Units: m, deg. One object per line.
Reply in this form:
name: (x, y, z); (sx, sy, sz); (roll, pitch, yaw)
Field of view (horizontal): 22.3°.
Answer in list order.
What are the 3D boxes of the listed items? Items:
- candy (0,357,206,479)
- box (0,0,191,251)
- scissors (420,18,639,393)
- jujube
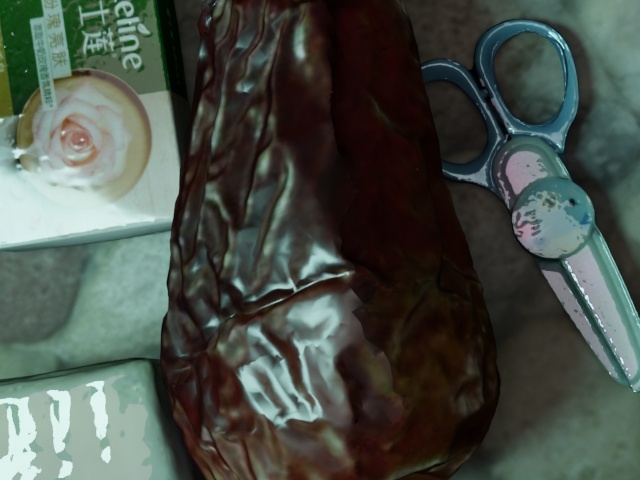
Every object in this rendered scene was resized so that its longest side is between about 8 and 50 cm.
candy: (-0.240, 0.196, 1.041); (0.358, 0.145, 0.208); (-9, 87, 5)
box: (-0.159, -0.097, 1.072); (0.135, 0.081, 0.199); (-9, 90, 5)
scissors: (0.151, -0.017, 1.063); (0.125, 0.030, 0.256); (-28, 84, 4)
jujube: (0.000, 0.000, 0.999); (0.216, 0.216, 0.342); (-9, 81, 5)
